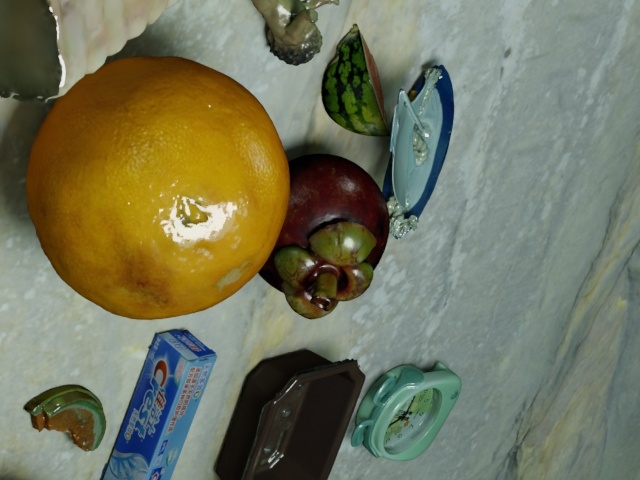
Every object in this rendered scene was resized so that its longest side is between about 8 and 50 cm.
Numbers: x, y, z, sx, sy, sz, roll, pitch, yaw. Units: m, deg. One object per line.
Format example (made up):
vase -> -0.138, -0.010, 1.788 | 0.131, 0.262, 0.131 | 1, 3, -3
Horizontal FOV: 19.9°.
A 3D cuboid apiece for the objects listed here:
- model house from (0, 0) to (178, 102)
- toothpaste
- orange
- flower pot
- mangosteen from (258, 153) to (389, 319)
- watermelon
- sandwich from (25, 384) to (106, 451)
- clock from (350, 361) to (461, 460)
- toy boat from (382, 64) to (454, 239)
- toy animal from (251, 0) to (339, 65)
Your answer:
model house -> -0.254, -0.382, 1.294 | 0.400, 0.395, 0.445 | -42, 133, -44
toothpaste -> -0.202, 0.235, 2.196 | 0.053, 0.066, 0.272 | -7, 127, -48
orange -> -0.159, -0.051, 1.788 | 0.261, 0.261, 0.261 | -32, 143, -28
flower pot -> -0.052, 0.246, 2.384 | 0.179, 0.084, 0.251 | -12, 129, -46
mangosteen -> 0.000, 0.000, 2.101 | 0.200, 0.200, 0.200 | -32, 143, -28
watermelon -> 0.037, -0.165, 2.127 | 0.069, 0.087, 0.163 | -12, 143, 7
sandwich -> -0.285, 0.200, 2.092 | 0.067, 0.029, 0.135 | -54, 148, 3
clock -> 0.115, 0.241, 2.611 | 0.188, 0.060, 0.148 | 11, 114, -55
toy boat -> 0.110, -0.116, 2.133 | 0.291, 0.067, 0.220 | 48, 57, -82
toy animal -> -0.032, -0.255, 1.916 | 0.220, 0.086, 0.069 | 69, 25, -49
